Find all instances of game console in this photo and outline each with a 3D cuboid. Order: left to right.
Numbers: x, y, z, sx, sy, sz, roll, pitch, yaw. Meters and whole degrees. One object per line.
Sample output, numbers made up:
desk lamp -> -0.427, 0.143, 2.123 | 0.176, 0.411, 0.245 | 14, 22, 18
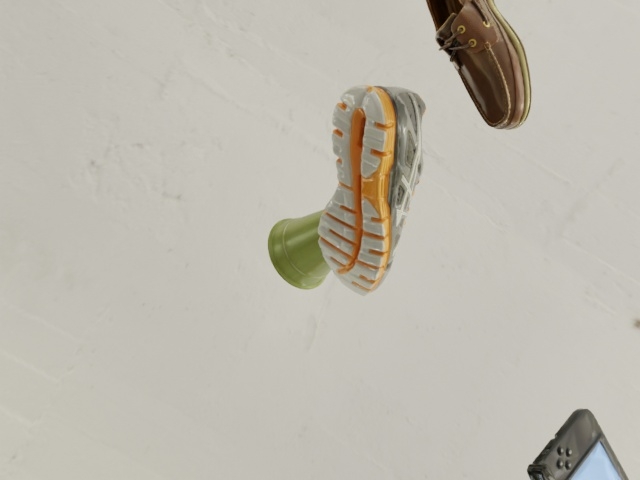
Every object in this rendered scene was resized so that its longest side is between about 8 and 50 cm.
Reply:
game console -> 0.196, 0.187, 0.551 | 0.107, 0.071, 0.122 | -37, -77, -34

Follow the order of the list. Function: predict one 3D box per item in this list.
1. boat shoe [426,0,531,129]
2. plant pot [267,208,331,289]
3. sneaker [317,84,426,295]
boat shoe -> 0.125, -0.175, 0.725 | 0.060, 0.064, 0.178 | -14, -98, -30
plant pot -> 0.000, 0.000, 0.897 | 0.083, 0.083, 0.079 | 51, -45, -8
sneaker -> 0.057, -0.044, 0.790 | 0.084, 0.083, 0.214 | 31, -53, 34
